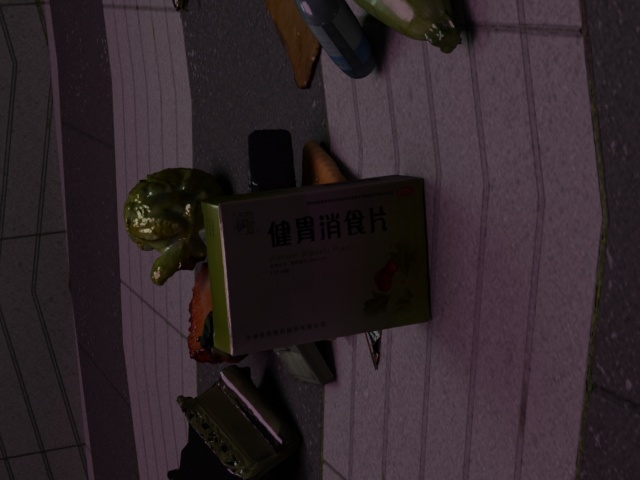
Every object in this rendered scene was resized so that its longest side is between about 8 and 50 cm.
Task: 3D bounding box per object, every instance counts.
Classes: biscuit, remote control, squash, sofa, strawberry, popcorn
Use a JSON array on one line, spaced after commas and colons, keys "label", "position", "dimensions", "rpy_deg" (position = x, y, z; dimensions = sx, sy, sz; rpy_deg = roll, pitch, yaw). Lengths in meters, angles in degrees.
[{"label": "biscuit", "position": [-0.001, 0.000, 1.794], "dimensions": [0.160, 0.030, 0.249], "rpy_deg": [-122, 32, -57]}, {"label": "remote control", "position": [-0.076, 0.092, 1.883], "dimensions": [0.285, 0.038, 0.123], "rpy_deg": [58, 160, -10]}, {"label": "squash", "position": [0.049, -0.332, 1.452], "dimensions": [0.118, 0.118, 0.370], "rpy_deg": [104, 148, -44]}, {"label": "biscuit", "position": [-0.033, -0.363, 1.796], "dimensions": [0.237, 0.013, 0.232], "rpy_deg": [110, 146, -52]}, {"label": "sofa", "position": [-0.125, 0.354, 2.139], "dimensions": [0.200, 0.182, 0.258], "rpy_deg": [46, 142, 31]}, {"label": "strawberry", "position": [-0.151, 0.116, 2.158], "dimensions": [0.286, 0.106, 0.188], "rpy_deg": [-118, 49, -71]}, {"label": "popcorn", "position": [-0.253, -0.025, 2.239], "dimensions": [0.198, 0.198, 0.212], "rpy_deg": [145, 121, -67]}]

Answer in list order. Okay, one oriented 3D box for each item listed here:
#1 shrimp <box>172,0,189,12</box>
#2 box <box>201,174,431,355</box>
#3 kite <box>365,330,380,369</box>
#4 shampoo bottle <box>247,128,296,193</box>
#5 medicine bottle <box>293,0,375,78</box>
[{"label": "shrimp", "position": [-0.258, -0.503, 2.291], "dimensions": [0.126, 0.048, 0.223], "rpy_deg": [134, 132, -73]}, {"label": "box", "position": [-0.001, 0.025, 1.498], "dimensions": [0.062, 0.261, 0.175], "rpy_deg": [-164, 68, -65]}, {"label": "kite", "position": [0.065, 0.050, 1.685], "dimensions": [0.183, 0.014, 0.241], "rpy_deg": [-127, 37, -52]}, {"label": "shampoo bottle", "position": [-0.070, -0.028, 1.869], "dimensions": [0.309, 0.071, 0.098], "rpy_deg": [93, 171, -56]}, {"label": "medicine bottle", "position": [0.003, -0.275, 1.529], "dimensions": [0.208, 0.054, 0.090], "rpy_deg": [48, -164, -54]}]
